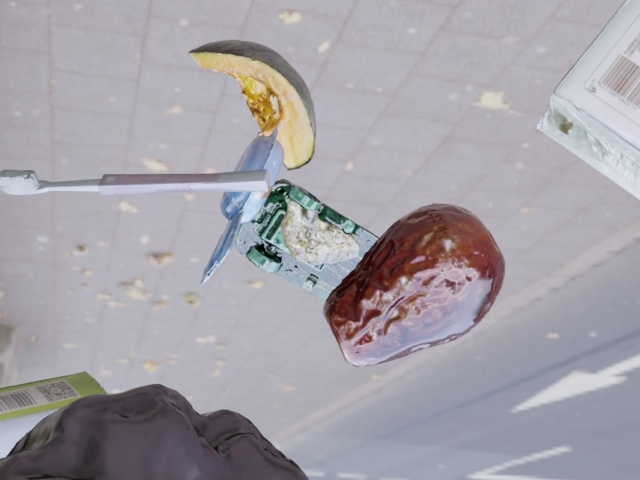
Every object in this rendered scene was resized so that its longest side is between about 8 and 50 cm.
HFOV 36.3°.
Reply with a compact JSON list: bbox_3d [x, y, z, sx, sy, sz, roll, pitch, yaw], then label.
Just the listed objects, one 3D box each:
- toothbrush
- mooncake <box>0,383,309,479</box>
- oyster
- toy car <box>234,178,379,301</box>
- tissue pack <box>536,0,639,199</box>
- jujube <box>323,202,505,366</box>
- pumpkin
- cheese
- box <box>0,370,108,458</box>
[{"bbox_3d":[-0.130,-0.040,0.669,0.194,0.014,0.017,1,136,8],"label":"toothbrush"},{"bbox_3d":[-0.159,0.311,0.839,0.351,0.381,0.212,54,139,-5],"label":"mooncake"},{"bbox_3d":[0.000,0.000,0.965,0.083,0.038,0.081,11,139,-1],"label":"oyster"},{"bbox_3d":[0.002,0.012,1.559,0.306,0.136,0.125,30,-170,-26],"label":"toy car"},{"bbox_3d":[0.358,-0.160,0.960,0.185,0.225,0.124,38,174,11],"label":"tissue pack"},{"bbox_3d":[0.124,0.064,1.317,0.255,0.190,0.190,-30,156,0],"label":"jujube"},{"bbox_3d":[-0.084,-0.307,1.887,0.312,0.148,0.169,47,137,-8],"label":"pumpkin"},{"bbox_3d":[-0.101,-0.057,1.309,0.052,0.245,0.135,26,147,-10],"label":"cheese"},{"bbox_3d":[-0.335,0.278,1.059,0.175,0.260,0.062,-6,-151,-42],"label":"box"}]
